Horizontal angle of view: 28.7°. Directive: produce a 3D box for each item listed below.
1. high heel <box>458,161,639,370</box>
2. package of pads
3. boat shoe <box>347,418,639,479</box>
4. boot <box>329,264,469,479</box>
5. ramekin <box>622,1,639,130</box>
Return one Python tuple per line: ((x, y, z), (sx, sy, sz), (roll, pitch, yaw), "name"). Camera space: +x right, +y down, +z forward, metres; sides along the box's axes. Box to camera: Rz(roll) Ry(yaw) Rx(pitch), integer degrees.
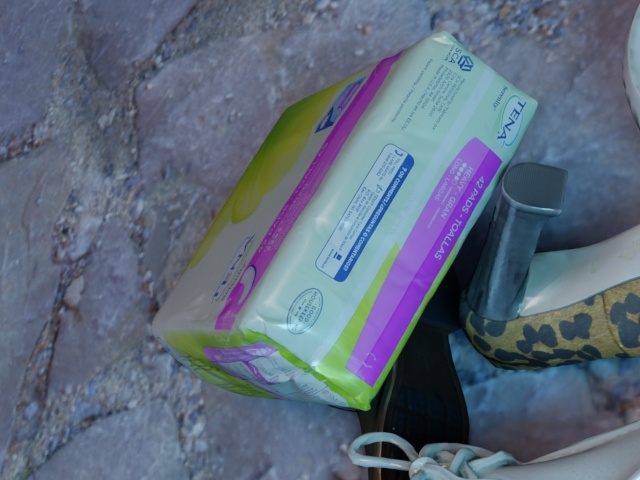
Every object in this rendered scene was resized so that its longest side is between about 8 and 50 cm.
((0.219, 0.055, 0.789), (0.261, 0.186, 0.093), (21, 55, 10), "high heel")
((0.000, 0.000, 0.856), (0.229, 0.101, 0.296), (-59, 14, -13), "package of pads")
((0.076, 0.178, 0.743), (0.367, 0.136, 0.156), (-40, 92, 20), "boat shoe")
((0.043, 0.115, 0.888), (0.106, 0.082, 0.219), (-24, 51, 47), "boot")
((0.288, -0.109, 0.778), (0.207, 0.109, 0.207), (-18, 58, 30), "ramekin")
